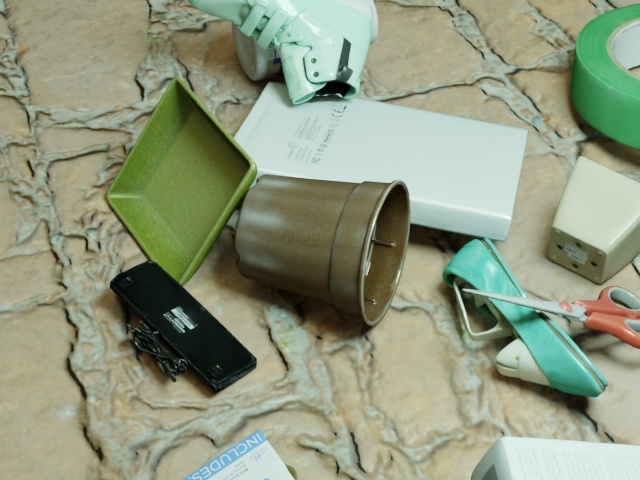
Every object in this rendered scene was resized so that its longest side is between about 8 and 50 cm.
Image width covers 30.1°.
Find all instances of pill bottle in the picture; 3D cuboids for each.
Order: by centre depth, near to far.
[{"bbox_3d":[-0.020,-0.296,1.663,0.186,0.112,0.112,-16,49,-17],"label":"pill bottle"}]

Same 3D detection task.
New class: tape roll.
[{"bbox_3d":[0.502,-0.222,1.607,0.321,0.077,0.321,-1,37,1],"label":"tape roll"}]

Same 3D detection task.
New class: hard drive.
[{"bbox_3d":[0.075,-0.106,1.505,0.352,0.047,0.233,11,34,9],"label":"hard drive"}]

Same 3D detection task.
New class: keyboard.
[{"bbox_3d":[-0.167,0.104,1.335,0.192,0.038,0.100,41,43,25],"label":"keyboard"}]

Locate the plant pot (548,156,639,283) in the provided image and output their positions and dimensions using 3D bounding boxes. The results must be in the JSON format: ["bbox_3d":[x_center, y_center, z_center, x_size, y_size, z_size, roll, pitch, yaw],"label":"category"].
[{"bbox_3d":[0.329,-0.015,1.427,0.109,0.109,0.096,29,65,22],"label":"plant pot"}]

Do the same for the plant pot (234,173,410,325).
[{"bbox_3d":[0.000,0.000,1.361,0.165,0.167,0.167,11,46,19],"label":"plant pot"}]

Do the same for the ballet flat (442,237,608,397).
[{"bbox_3d":[0.217,0.102,1.332,0.087,0.083,0.247,-35,53,-1],"label":"ballet flat"}]

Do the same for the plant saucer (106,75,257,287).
[{"bbox_3d":[-0.157,-0.067,1.421,0.045,0.188,0.188,9,32,-48],"label":"plant saucer"}]

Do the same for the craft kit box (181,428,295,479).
[{"bbox_3d":[-0.092,0.325,1.052,0.249,0.061,0.247,-32,44,-11],"label":"craft kit box"}]

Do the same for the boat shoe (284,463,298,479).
[{"bbox_3d":[-0.052,0.282,1.157,0.050,0.045,0.135,8,50,15],"label":"boat shoe"}]

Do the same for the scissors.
[{"bbox_3d":[0.284,0.083,1.293,0.297,0.021,0.109,4,36,-41],"label":"scissors"}]

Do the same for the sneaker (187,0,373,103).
[{"bbox_3d":[-0.056,-0.260,1.530,0.255,0.094,0.151,11,67,-14],"label":"sneaker"}]

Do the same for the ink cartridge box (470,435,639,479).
[{"bbox_3d":[0.355,0.345,1.119,0.384,0.091,0.308,8,44,-19],"label":"ink cartridge box"}]
